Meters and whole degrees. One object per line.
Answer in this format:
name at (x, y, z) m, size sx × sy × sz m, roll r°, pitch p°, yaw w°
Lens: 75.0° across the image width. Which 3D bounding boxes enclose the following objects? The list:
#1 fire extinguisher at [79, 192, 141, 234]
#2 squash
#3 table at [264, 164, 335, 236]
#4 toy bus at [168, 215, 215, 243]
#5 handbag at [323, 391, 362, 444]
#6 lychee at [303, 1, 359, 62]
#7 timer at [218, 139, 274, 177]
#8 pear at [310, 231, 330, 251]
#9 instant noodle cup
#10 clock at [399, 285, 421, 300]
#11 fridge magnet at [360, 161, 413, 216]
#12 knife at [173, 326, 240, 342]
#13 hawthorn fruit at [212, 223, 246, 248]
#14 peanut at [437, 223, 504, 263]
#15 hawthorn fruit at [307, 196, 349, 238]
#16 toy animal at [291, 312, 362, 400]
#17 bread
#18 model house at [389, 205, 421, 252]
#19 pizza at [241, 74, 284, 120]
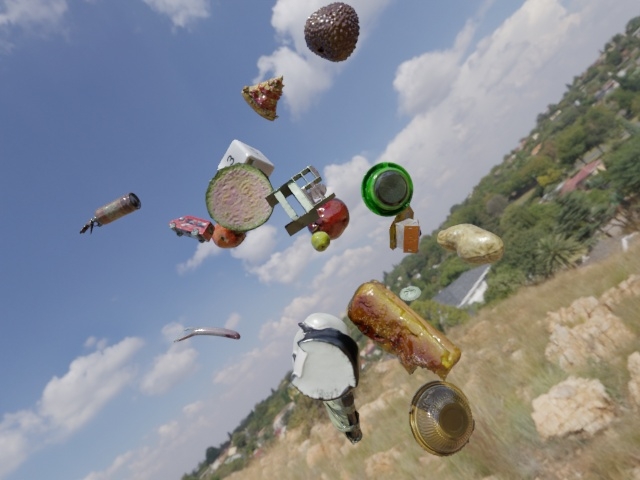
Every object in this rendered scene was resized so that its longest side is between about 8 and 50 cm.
fire extinguisher at (-0.848, -0.103, 1.660) m, size 0.252 × 0.075 × 0.106 m, roll -23°, pitch 24°, yaw 8°
squash at (-0.387, -0.214, 1.941) m, size 0.310 × 0.310 × 0.309 m, roll -45°, pitch 22°, yaw -5°
table at (-0.056, -0.119, 1.232) m, size 0.175 × 0.146 × 0.062 m, roll -33°, pitch -37°, yaw -3°
toy bus at (-0.570, -0.056, 1.838) m, size 0.081 × 0.195 × 0.089 m, roll 69°, pitch -141°, yaw -59°
handbag at (0.074, 0.688, 1.772) m, size 0.109 × 0.315 × 0.253 m, roll -21°, pitch 23°, yaw -19°
lychee at (0.065, -0.958, 1.902) m, size 0.271 × 0.271 × 0.271 m, roll -44°, pitch -10°, yaw -10°
timer at (-0.397, -0.390, 2.230) m, size 0.194 × 0.195 × 0.192 m, roll 19°, pitch -69°, yaw -45°
pear at (0.000, 0.000, 1.800) m, size 0.092 × 0.097 × 0.092 m, roll -16°, pitch -41°, yaw -15°
instant noodle cup at (0.467, 0.660, 1.543) m, size 0.274 × 0.274 × 0.091 m, roll -42°, pitch -3°, yaw -21°
clock at (0.318, 0.188, 1.476) m, size 0.074 × 0.010 × 0.083 m, roll -21°, pitch 25°, yaw 1°
fridge magnet at (0.253, -0.192, 1.563) m, size 0.208 × 0.208 × 0.088 m, roll -45°, pitch 10°, yaw -6°
knife at (-0.490, 0.409, 1.819) m, size 0.123 × 0.278 × 0.053 m, roll -80°, pitch -12°, yaw -70°
hawthorn fruit at (-0.406, -0.043, 1.988) m, size 0.165 × 0.165 × 0.286 m, roll -39°, pitch 17°, yaw -35°
peanut at (0.535, 0.008, 1.503) m, size 0.137 × 0.122 × 0.253 m, roll -34°, pitch 32°, yaw -13°
hawthorn fruit at (0.028, -0.092, 2.064) m, size 0.230 × 0.210 × 0.266 m, roll -43°, pitch 6°, yaw 34°
toy animal at (0.015, 0.380, 1.398) m, size 0.251 × 0.251 × 0.310 m, roll -47°, pitch 3°, yaw 8°
bread at (0.246, 0.297, 1.317) m, size 0.109 × 0.380 × 0.185 m, roll -17°, pitch -41°, yaw -48°
model house at (0.459, -0.050, 2.092) m, size 0.208 × 0.136 × 0.219 m, roll -22°, pitch -58°, yaw -36°
pizza at (-0.223, -0.618, 1.763) m, size 0.199 × 0.188 × 0.062 m, roll -44°, pitch 21°, yaw 28°
